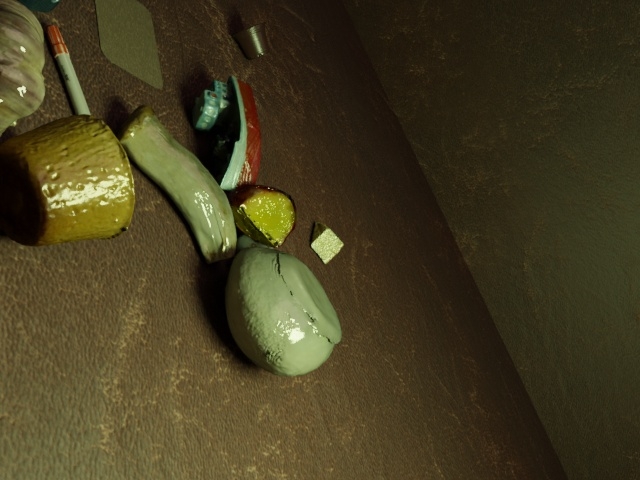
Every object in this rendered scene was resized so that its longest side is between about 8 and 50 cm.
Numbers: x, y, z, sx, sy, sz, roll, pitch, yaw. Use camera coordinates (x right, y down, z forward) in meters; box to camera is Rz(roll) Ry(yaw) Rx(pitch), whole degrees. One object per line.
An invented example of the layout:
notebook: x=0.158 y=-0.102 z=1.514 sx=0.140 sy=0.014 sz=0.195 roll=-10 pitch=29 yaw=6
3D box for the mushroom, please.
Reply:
mushroom: x=-0.278 y=-0.109 z=1.270 sx=0.351 sy=0.095 sz=0.123 roll=56 pitch=49 yaw=-13

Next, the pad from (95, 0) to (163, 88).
pad: x=-0.438 y=-0.476 z=1.429 sx=0.176 sy=0.002 sz=0.266 roll=24 pitch=44 yaw=-53

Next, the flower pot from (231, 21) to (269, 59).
flower pot: x=-0.201 y=-0.597 z=1.899 sx=0.111 sy=0.111 sz=0.089 roll=-59 pitch=131 yaw=-62

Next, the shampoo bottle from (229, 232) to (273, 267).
shampoo bottle: x=-0.159 y=0.022 z=1.414 sx=0.080 sy=0.040 sz=0.165 roll=57 pitch=25 yaw=-9

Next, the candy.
candy: x=-0.090 y=0.144 z=1.260 sx=0.295 sy=0.185 sz=0.295 roll=47 pitch=13 yaw=-15

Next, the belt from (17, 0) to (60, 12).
belt: x=-0.539 y=-0.510 z=1.121 sx=0.218 sy=0.128 sz=0.122 roll=22 pitch=46 yaw=-52

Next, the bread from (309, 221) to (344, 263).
bread: x=0.000 y=0.000 z=1.769 sx=0.084 sy=0.080 sz=0.109 roll=50 pitch=-7 yaw=-25

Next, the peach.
peach: x=-0.134 y=-0.059 z=1.379 sx=0.172 sy=0.092 sz=0.127 roll=17 pitch=89 yaw=-42

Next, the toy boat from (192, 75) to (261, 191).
toy boat: x=-0.223 y=-0.238 z=1.452 sx=0.133 sy=0.145 sz=0.332 roll=12 pitch=49 yaw=-30

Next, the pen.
pen: x=-0.463 y=-0.294 z=1.169 sx=0.028 sy=0.028 sz=0.239 roll=-4 pitch=69 yaw=-63

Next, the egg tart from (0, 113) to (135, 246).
egg tart: x=-0.386 y=-0.075 z=0.920 sx=0.147 sy=0.202 sz=0.202 roll=-33 pitch=95 yaw=-53

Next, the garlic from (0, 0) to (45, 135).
garlic: x=-0.481 y=-0.228 z=0.842 sx=0.160 sy=0.245 sz=0.245 roll=31 pitch=39 yaw=-52
